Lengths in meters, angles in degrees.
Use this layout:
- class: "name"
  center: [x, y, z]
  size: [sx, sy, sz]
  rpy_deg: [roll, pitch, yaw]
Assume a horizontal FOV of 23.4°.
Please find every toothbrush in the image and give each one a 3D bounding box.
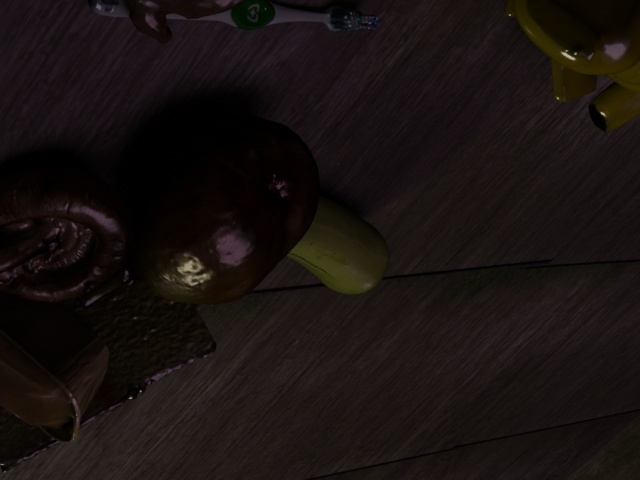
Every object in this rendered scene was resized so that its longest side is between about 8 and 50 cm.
- class: "toothbrush"
  center: [-0.064, -0.183, 1.235]
  size: [0.304, 0.030, 0.030]
  rpy_deg: [-3, 142, -45]

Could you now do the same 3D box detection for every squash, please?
- class: "squash"
  center: [0.000, 0.000, 1.589]
  size: [0.083, 0.083, 0.250]
  rpy_deg: [-40, 153, 12]

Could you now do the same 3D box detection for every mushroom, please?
- class: "mushroom"
  center: [-0.241, -0.005, 1.280]
  size: [0.171, 0.080, 0.135]
  rpy_deg: [-4, 129, -25]

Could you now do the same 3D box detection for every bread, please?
- class: "bread"
  center: [-0.219, 0.143, 1.510]
  size: [0.240, 0.135, 0.178]
  rpy_deg: [-31, 156, -11]

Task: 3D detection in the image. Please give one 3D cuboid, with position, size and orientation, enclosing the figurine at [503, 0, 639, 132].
- class: "figurine"
  center: [0.286, -0.210, 1.442]
  size: [0.327, 0.169, 0.218]
  rpy_deg: [14, 105, -51]

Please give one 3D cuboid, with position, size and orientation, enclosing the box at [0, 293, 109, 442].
- class: "box"
  center: [-0.264, 0.097, 1.341]
  size: [0.111, 0.177, 0.111]
  rpy_deg: [-49, 167, -15]

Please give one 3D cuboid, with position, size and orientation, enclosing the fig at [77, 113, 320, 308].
- class: "fig"
  center: [-0.123, -0.001, 1.376]
  size: [0.274, 0.145, 0.170]
  rpy_deg: [-33, -175, 37]

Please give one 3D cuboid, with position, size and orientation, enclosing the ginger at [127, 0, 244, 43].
- class: "ginger"
  center: [-0.019, -0.240, 1.142]
  size: [0.290, 0.084, 0.122]
  rpy_deg: [-24, 132, -13]
